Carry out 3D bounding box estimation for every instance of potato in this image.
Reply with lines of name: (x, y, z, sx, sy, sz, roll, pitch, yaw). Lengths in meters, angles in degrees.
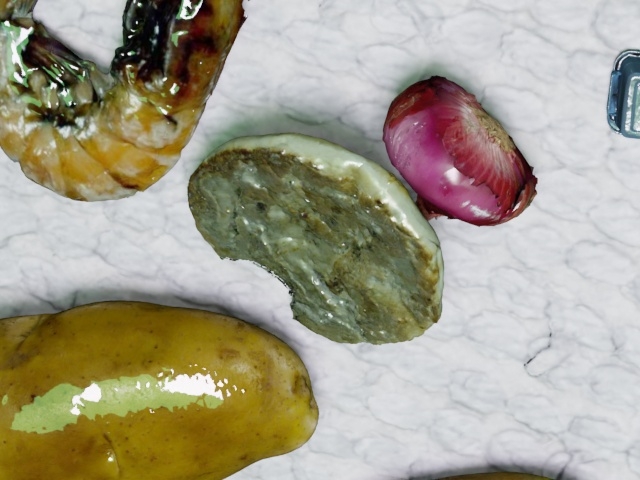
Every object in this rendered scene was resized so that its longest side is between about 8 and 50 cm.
potato: (-0.188, 0.156, 1.216, 0.369, 0.176, 0.196, -7, 81, 7)

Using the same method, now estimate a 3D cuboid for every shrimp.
shrimp: (-0.186, -0.198, 1.133, 0.233, 0.071, 0.365, 27, 117, 4)

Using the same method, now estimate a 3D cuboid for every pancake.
pancake: (0.000, 0.000, 1.133, 0.253, 0.037, 0.254, 22, 142, 18)

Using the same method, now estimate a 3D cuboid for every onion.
onion: (0.098, -0.052, 1.101, 0.150, 0.150, 0.140, 42, 116, -8)

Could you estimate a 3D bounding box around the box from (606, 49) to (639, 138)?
box: (0.291, -0.116, 1.095, 0.099, 0.054, 0.074, 5, 109, 7)

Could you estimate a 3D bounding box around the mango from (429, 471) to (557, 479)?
mango: (0.140, 0.286, 1.234, 0.267, 0.111, 0.133, -9, 93, 13)
